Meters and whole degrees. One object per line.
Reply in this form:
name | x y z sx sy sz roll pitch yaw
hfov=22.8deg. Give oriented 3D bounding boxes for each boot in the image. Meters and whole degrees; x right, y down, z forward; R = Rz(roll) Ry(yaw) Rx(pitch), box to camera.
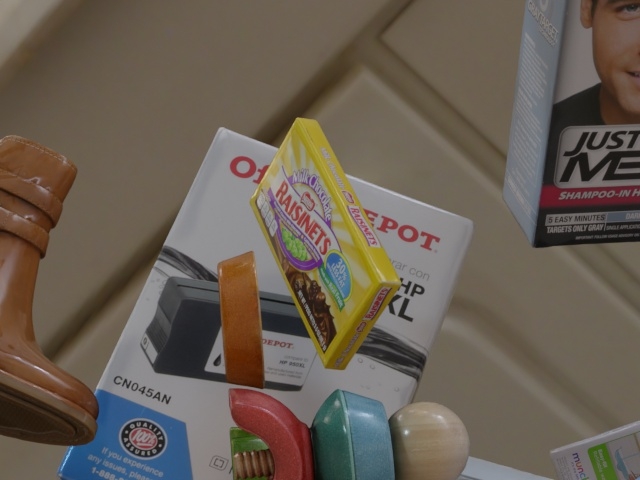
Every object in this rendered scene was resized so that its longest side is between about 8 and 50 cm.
boot | -0.254 0.029 1.285 0.283 0.109 0.220 21 58 22

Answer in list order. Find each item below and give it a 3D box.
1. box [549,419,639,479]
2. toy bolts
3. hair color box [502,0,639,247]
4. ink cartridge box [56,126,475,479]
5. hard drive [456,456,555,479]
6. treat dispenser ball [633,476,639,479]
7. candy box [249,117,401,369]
box | 0.388 0.295 1.584 0.231 0.127 0.262 -23 77 19
toy bolts | 0.015 0.115 1.119 0.228 0.158 0.218 -145 51 -84
hair color box | 0.301 -0.183 1.565 0.113 0.185 0.374 -111 21 -58
ink cartridge box | -0.048 0.125 1.578 0.166 0.285 0.395 99 -167 -68
hard drive | 0.226 0.454 2.161 0.233 0.353 0.047 14 34 14
treat dispenser ball | 0.293 0.291 1.090 0.288 0.288 0.288 -36 30 25
candy box | 0.000 0.000 1.353 0.105 0.027 0.206 -57 41 31
